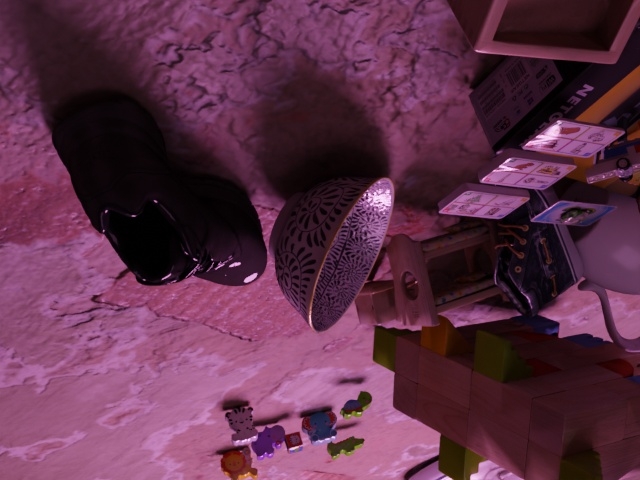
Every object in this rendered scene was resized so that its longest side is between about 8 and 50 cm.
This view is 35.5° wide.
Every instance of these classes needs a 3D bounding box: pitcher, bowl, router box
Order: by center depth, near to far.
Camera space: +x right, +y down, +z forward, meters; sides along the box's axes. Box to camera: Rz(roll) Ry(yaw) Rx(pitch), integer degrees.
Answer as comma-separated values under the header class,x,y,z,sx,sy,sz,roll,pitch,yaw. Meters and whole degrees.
class,x,y,z,sx,sy,sz,roll,pitch,yaw
router box,0.327,-0.174,0.909,0.242,0.081,0.309,11,138,-36
bowl,0.000,0.000,0.996,0.080,0.170,0.170,24,151,18
pitcher,0.350,0.029,1.134,0.207,0.125,0.178,27,104,-26

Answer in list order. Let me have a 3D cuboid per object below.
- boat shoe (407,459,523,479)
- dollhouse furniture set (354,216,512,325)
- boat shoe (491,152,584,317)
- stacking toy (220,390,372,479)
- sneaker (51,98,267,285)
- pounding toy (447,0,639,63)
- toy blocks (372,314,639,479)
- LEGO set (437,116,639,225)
class,x,y,z,sx,sy,sz,roll,pitch,yaw
boat shoe,0.336,0.437,1.743,0.367,0.157,0.136,-15,147,-3
dollhouse furniture set,0.145,0.025,1.151,0.181,0.101,0.161,-15,-176,-29
boat shoe,0.210,-0.005,1.045,0.083,0.065,0.183,-40,116,-16
stacking toy,-0.036,0.280,1.450,0.221,0.052,0.167,-11,148,-12
sneaker,-0.135,-0.005,0.910,0.109,0.130,0.286,-30,146,16
pounding toy,0.163,-0.246,0.731,0.181,0.094,0.206,1,134,-17
toy blocks,0.278,0.182,1.207,0.260,0.381,0.191,-5,104,-32
LEGO set,0.255,-0.072,0.933,0.244,0.060,0.182,4,155,-27
